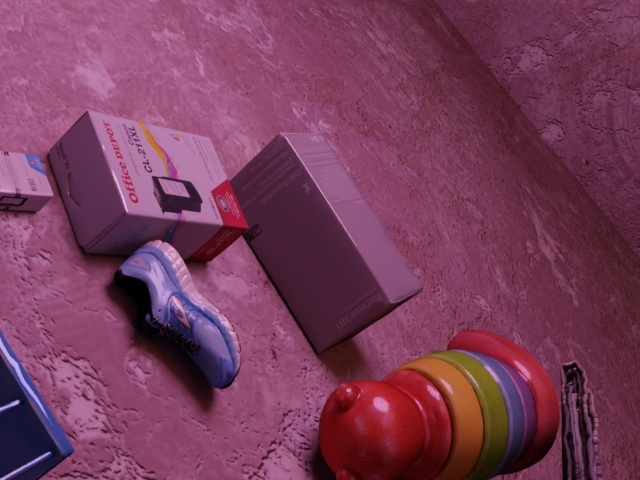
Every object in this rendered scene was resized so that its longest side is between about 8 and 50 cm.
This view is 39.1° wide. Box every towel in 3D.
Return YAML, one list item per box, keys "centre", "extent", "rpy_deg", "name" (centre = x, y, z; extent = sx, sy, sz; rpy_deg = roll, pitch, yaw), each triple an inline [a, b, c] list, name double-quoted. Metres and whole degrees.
- centre: [0.307, 0.350, 1.034]
  extent: [0.312, 0.056, 0.324]
  rpy_deg: [-67, 151, -58]
  name: "towel"

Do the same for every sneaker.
- centre: [-0.143, 0.081, 0.872]
  extent: [0.162, 0.063, 0.073]
  rpy_deg: [51, 46, 6]
  name: "sneaker"

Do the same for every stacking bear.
- centre: [0.117, 0.199, 0.995]
  extent: [0.289, 0.164, 0.176]
  rpy_deg: [1, 92, -42]
  name: "stacking bear"

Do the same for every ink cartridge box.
- centre: [-0.291, -0.055, 0.821]
  extent: [0.083, 0.028, 0.048]
  rpy_deg: [4, 54, -54]
  name: "ink cartridge box"
- centre: [-0.176, -0.052, 0.939]
  extent: [0.175, 0.072, 0.128]
  rpy_deg: [6, 53, -53]
  name: "ink cartridge box"

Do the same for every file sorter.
- centre: [-0.269, 0.107, 0.581]
  extent: [0.170, 0.118, 0.104]
  rpy_deg: [56, 32, 7]
  name: "file sorter"

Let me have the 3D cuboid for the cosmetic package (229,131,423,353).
- centre: [0.000, 0.000, 1.083]
  extent: [0.238, 0.127, 0.107]
  rpy_deg: [57, 29, 13]
  name: "cosmetic package"
